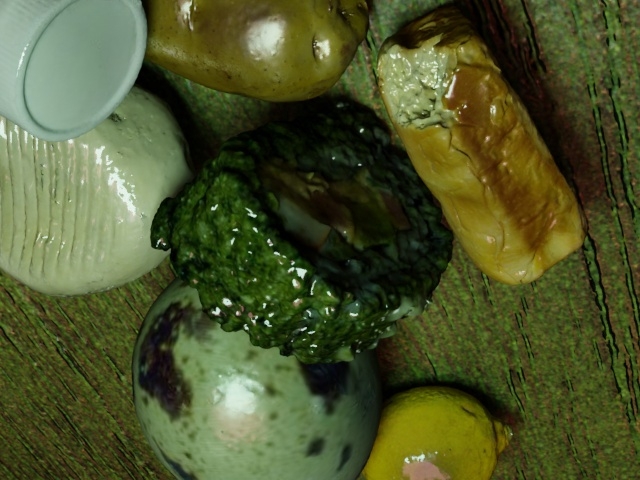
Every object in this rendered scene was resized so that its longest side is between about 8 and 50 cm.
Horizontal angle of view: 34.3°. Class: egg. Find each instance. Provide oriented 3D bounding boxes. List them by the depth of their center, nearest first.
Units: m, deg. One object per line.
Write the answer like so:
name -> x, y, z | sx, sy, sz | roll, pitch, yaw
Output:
egg -> -0.080, 0.214, 1.469 | 0.345, 0.345, 0.428 | -12, 125, 21

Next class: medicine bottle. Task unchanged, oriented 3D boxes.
medicine bottle -> -0.394, -0.280, 1.177 | 0.371, 0.211, 0.211 | 32, 131, 22

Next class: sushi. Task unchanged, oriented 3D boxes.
sushi -> 0.000, 0.000, 1.273 | 0.178, 0.352, 0.294 | -44, 76, 38

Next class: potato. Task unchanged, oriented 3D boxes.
potato -> -0.127, -0.283, 1.233 | 0.369, 0.176, 0.195 | 16, 155, 6

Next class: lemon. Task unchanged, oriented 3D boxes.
lemon -> 0.167, 0.316, 1.586 | 0.256, 0.188, 0.188 | -13, 122, 10

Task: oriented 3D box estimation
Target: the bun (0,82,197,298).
bun -> -0.330, -0.095, 1.374 | 0.362, 0.234, 0.326 | -5, 120, 26

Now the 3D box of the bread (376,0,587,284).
bread -> 0.188, -0.110, 1.264 | 0.149, 0.195, 0.344 | -31, 115, 8
